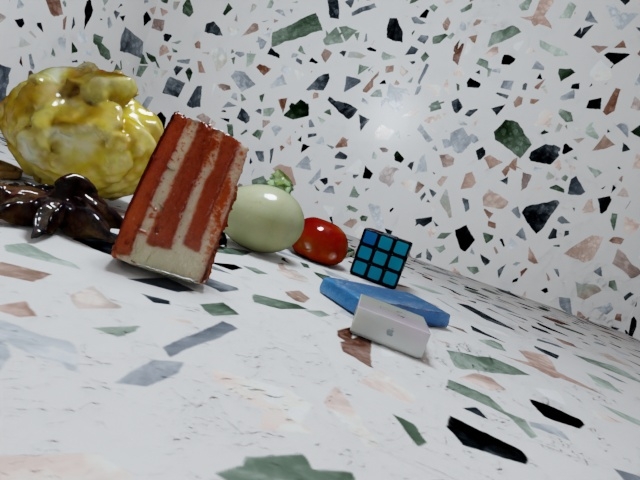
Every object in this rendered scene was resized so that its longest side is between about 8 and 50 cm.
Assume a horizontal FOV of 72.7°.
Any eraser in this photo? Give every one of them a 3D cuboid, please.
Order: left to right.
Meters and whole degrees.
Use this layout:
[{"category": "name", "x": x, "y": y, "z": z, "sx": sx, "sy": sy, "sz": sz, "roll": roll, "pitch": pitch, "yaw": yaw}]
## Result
[{"category": "eraser", "x": 0.157, "y": 0.145, "z": 1.021, "sx": 0.312, "sy": 0.042, "sz": 0.144, "roll": 15, "pitch": 7, "yaw": -36}]

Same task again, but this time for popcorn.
[{"category": "popcorn", "x": -0.601, "y": -0.263, "z": 1.131, "sx": 0.390, "sy": 0.344, "sz": 0.353, "roll": -10, "pitch": -64, "yaw": 53}]

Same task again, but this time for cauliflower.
[{"category": "cauliflower", "x": -0.158, "y": -0.126, "z": 1.544, "sx": 0.275, "sy": 0.249, "sz": 0.272, "roll": 24, "pitch": 10, "yaw": 35}]

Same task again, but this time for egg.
[{"category": "egg", "x": -0.170, "y": -0.064, "z": 1.211, "sx": 0.254, "sy": 0.188, "sz": 0.188, "roll": 16, "pitch": 5, "yaw": 7}]

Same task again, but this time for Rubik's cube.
[{"category": "Rubik's cube", "x": 0.204, "y": 0.056, "z": 1.447, "sx": 0.162, "sy": 0.160, "sz": 0.163, "roll": 20, "pitch": 5, "yaw": 13}]

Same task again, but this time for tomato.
[{"category": "tomato", "x": 0.000, "y": 0.000, "z": 1.431, "sx": 0.195, "sy": 0.135, "sz": 0.195, "roll": 20, "pitch": 5, "yaw": -2}]

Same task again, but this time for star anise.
[{"category": "star anise", "x": -0.464, "y": -0.072, "z": 0.764, "sx": 0.272, "sy": 0.102, "sz": 0.272, "roll": 17, "pitch": 9, "yaw": -3}]

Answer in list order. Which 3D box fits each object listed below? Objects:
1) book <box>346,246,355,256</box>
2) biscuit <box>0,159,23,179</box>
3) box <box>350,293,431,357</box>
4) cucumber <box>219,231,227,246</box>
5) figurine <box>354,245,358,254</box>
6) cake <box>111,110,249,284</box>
[{"category": "book", "x": 0.038, "y": 0.024, "z": 1.882, "sx": 0.202, "sy": 0.027, "sz": 0.264, "roll": 19, "pitch": 6, "yaw": 13}, {"category": "biscuit", "x": -0.803, "y": -0.181, "z": 1.049, "sx": 0.142, "sy": 0.028, "sz": 0.221, "roll": 17, "pitch": 6, "yaw": -22}, {"category": "box", "x": 0.126, "y": 0.153, "z": 0.800, "sx": 0.130, "sy": 0.051, "sz": 0.130, "roll": 19, "pitch": 6, "yaw": 6}, {"category": "cucumber", "x": -0.274, "y": -0.006, "z": 1.046, "sx": 0.053, "sy": 0.053, "sz": 0.181, "roll": 21, "pitch": 3, "yaw": 15}, {"category": "figurine", "x": 0.197, "y": 0.062, "z": 1.675, "sx": 0.138, "sy": 0.111, "sz": 0.229, "roll": 29, "pitch": -5, "yaw": 17}, {"category": "cake", "x": -0.234, "y": -0.061, "z": 0.762, "sx": 0.158, "sy": 0.261, "sz": 0.160, "roll": 22, "pitch": -15, "yaw": -17}]
